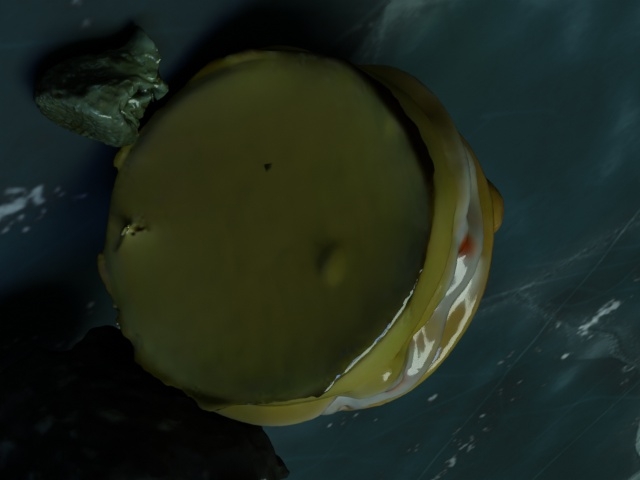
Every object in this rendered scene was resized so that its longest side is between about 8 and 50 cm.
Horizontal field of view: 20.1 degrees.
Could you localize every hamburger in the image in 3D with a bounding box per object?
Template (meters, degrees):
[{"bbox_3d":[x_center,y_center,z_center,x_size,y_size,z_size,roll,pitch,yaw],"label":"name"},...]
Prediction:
[{"bbox_3d":[0.000,0.000,1.313,0.276,0.276,0.237,-44,161,15],"label":"hamburger"}]

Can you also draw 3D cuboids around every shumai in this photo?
[{"bbox_3d":[-0.141,-0.109,1.199,0.083,0.082,0.080,145,-32,-76],"label":"shumai"}]

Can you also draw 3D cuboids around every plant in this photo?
[{"bbox_3d":[-0.119,0.224,1.295,0.213,0.312,0.215,-18,132,-44],"label":"plant"}]
